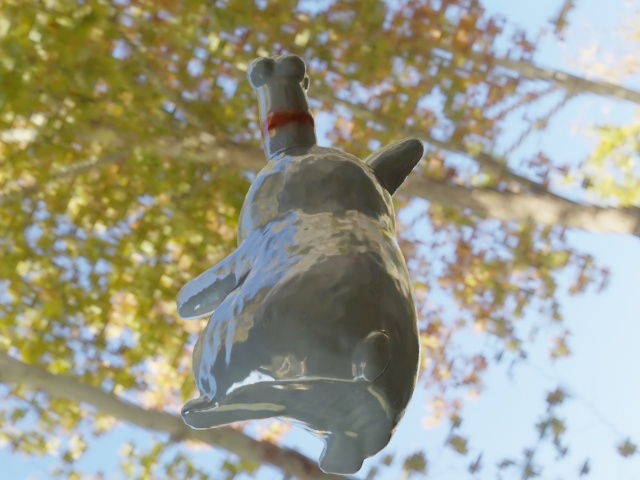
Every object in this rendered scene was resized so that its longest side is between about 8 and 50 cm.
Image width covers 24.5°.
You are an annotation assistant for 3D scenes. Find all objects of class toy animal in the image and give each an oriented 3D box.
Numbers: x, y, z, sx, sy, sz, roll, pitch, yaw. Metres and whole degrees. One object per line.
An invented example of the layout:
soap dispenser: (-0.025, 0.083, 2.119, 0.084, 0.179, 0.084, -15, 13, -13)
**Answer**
toy animal: (-0.006, 0.014, 0.943, 0.138, 0.141, 0.282, -57, 24, 34)
